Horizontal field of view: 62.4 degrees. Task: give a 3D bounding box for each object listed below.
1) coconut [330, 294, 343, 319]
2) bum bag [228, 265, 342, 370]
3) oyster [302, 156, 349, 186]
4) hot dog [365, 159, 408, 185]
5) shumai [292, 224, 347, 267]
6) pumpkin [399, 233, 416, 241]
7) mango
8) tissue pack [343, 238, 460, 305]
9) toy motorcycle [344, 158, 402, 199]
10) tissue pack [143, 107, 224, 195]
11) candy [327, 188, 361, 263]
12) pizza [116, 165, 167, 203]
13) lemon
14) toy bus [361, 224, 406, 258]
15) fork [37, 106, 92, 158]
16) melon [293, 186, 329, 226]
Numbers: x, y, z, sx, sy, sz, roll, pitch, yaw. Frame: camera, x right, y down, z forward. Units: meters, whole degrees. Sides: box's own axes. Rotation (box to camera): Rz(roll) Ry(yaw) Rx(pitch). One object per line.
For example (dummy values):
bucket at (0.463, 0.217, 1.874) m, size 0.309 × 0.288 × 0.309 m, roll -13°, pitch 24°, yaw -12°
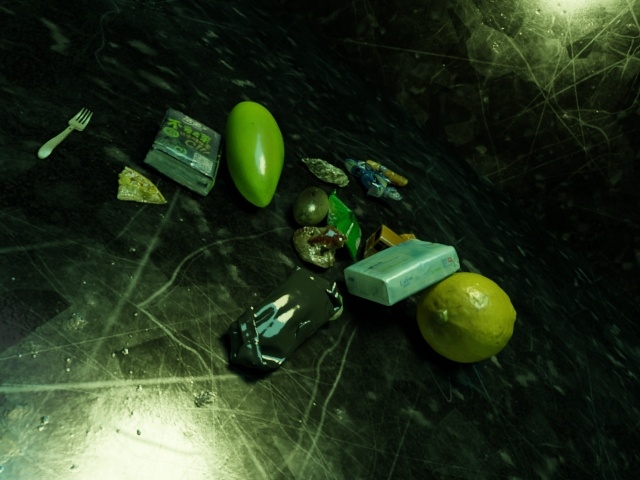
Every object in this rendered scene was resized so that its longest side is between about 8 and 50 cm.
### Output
coconut at (0.015, 0.150, 1.241) m, size 0.083 × 0.081 × 0.082 m, roll 24°, pitch 43°, yaw -49°
bum bag at (-0.076, 0.158, 1.100) m, size 0.142 × 0.080 × 0.326 m, roll 52°, pitch 42°, yaw 3°
oyster at (0.018, -0.240, 1.817) m, size 0.177 × 0.064 × 0.125 m, roll 28°, pitch 14°, yaw -1°
hot dog at (0.271, -0.270, 2.165) m, size 0.216 × 0.047 × 0.066 m, roll 22°, pitch -3°, yaw -32°
shumai at (-0.007, 0.002, 1.419) m, size 0.123 × 0.105 × 0.139 m, roll 14°, pitch 13°, yaw -34°
pumpkin at (0.326, 0.005, 1.858) m, size 0.073 × 0.035 × 0.101 m, roll 8°, pitch 40°, yaw -48°
mango at (-0.180, -0.234, 1.460) m, size 0.192 × 0.156 × 0.343 m, roll 50°, pitch 27°, yaw -51°
tissue pack at (0.215, 0.076, 1.401) m, size 0.263 × 0.089 × 0.177 m, roll -19°, pitch 18°, yaw -31°
toy motorcycle at (0.190, -0.226, 1.969) m, size 0.136 × 0.092 × 0.254 m, roll -7°, pitch 44°, yaw -42°
tissue pack at (-0.343, -0.232, 1.357) m, size 0.173 × 0.073 × 0.235 m, roll 27°, pitch 31°, yaw -22°
candy at (0.071, -0.046, 1.550) m, size 0.141 × 0.078 × 0.203 m, roll 43°, pitch 25°, yaw -36°
pizza at (-0.405, -0.112, 1.164) m, size 0.123 × 0.026 × 0.108 m, roll 40°, pitch 31°, yaw -2°
lemon at (0.399, 0.209, 1.444) m, size 0.320 × 0.245 × 0.245 m, roll 11°, pitch 40°, yaw -48°
toy bus at (0.234, 0.053, 1.595) m, size 0.201 × 0.114 × 0.098 m, roll 35°, pitch 30°, yaw -9°
fork at (-0.559, -0.232, 1.159) m, size 0.034 × 0.028 × 0.219 m, roll 37°, pitch 32°, yaw -22°
melon at (-0.028, -0.094, 1.510) m, size 0.099 × 0.099 × 0.162 m, roll 35°, pitch 31°, yaw -9°
